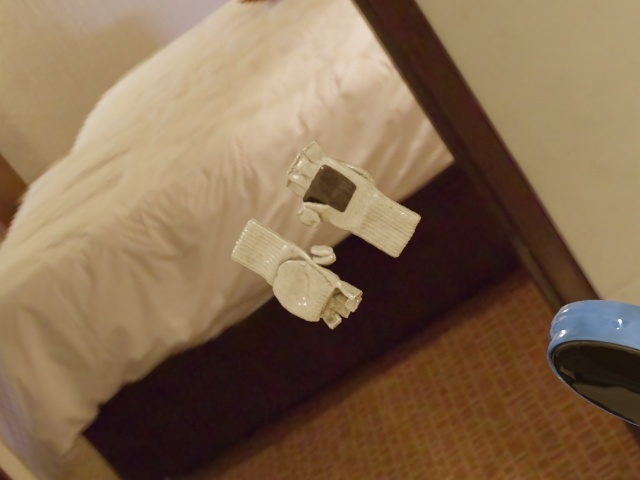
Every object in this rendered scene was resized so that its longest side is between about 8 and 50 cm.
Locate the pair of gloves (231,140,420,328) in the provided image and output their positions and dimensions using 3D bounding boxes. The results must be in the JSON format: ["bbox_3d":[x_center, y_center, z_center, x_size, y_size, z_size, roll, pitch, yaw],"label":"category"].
[{"bbox_3d":[0.000,0.000,1.504,0.240,0.204,0.042,-52,-5,23],"label":"pair of gloves"}]

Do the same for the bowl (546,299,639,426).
[{"bbox_3d":[0.590,0.243,1.885,0.391,0.391,0.077,-4,52,55],"label":"bowl"}]
